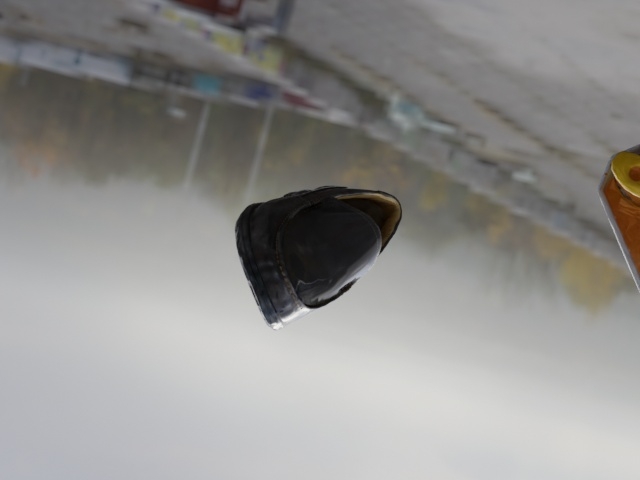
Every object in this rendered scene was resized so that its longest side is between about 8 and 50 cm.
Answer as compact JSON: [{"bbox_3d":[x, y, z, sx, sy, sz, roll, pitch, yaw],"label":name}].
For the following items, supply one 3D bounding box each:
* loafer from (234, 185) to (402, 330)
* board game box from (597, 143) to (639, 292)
[{"bbox_3d":[0.000,0.000,0.935,0.061,0.062,0.170,-17,-168,14],"label":"loafer"},{"bbox_3d":[0.375,0.064,0.835,0.390,0.390,0.050,-23,169,10],"label":"board game box"}]
